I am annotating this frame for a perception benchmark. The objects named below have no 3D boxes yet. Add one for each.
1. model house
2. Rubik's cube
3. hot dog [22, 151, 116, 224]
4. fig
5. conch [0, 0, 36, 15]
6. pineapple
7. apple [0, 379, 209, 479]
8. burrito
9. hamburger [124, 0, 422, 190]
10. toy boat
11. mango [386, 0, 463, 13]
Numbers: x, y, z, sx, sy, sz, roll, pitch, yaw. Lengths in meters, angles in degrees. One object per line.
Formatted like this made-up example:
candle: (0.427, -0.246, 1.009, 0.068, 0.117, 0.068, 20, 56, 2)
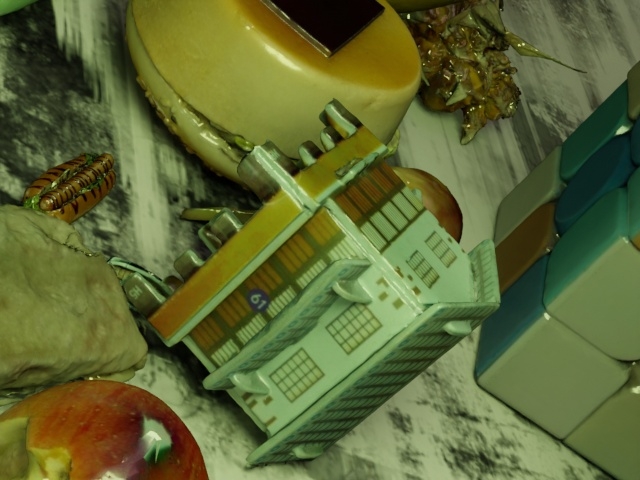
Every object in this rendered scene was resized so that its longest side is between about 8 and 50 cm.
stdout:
model house: (-0.006, 0.038, 1.287, 0.215, 0.224, 0.198, 49, 27, 3)
Rubik's cube: (0.400, 0.038, 1.636, 0.347, 0.344, 0.346, 35, 32, -10)
hot dog: (-0.207, -0.046, 1.353, 0.049, 0.037, 0.122, 45, 33, -3)
fig: (0.000, 0.000, 1.460, 0.257, 0.159, 0.159, 12, 39, -7)
conch: (-0.289, -0.283, 1.445, 0.143, 0.137, 0.250, 42, 32, -1)
pineapple: (0.120, -0.259, 1.846, 0.334, 0.158, 0.161, 52, 33, 13)
apple: (-0.162, 0.187, 1.008, 0.199, 0.199, 0.199, 28, 35, -22)
burrito: (-0.267, 0.052, 1.117, 0.175, 0.107, 0.348, 44, 27, 27)
hamburger: (-0.048, -0.168, 1.539, 0.300, 0.176, 0.300, 28, 35, -22)
toy boat: (-0.147, 0.041, 1.312, 0.083, 0.038, 0.038, 30, 34, -33)
mango: (0.078, -0.376, 1.718, 0.445, 0.301, 0.220, 22, -25, 36)
